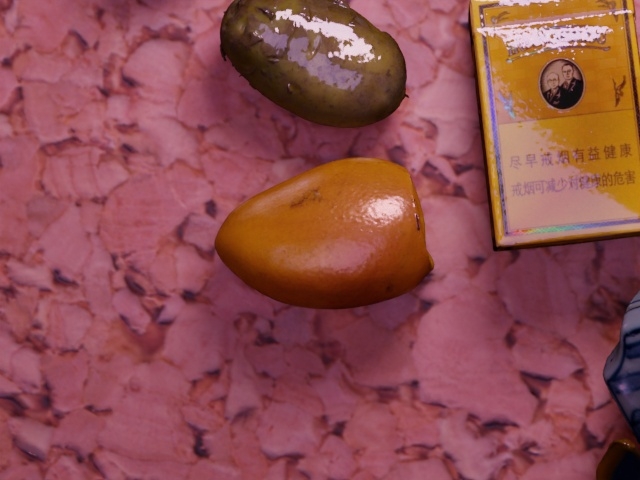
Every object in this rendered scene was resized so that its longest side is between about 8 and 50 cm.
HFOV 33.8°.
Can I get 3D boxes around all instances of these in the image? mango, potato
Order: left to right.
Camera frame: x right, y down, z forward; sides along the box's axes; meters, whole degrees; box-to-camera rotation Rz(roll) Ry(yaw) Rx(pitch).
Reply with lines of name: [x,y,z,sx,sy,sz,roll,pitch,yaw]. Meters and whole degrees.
potato: [-0.006,-0.224,1.293,0.251,0.113,0.149,23,88,-5]
mango: [0.000,0.000,1.292,0.257,0.138,0.187,-16,80,1]

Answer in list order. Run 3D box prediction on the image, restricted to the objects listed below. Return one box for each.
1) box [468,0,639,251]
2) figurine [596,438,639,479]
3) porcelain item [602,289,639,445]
box: [0.288,-0.146,1.262,0.193,0.084,0.301,-6,85,5]
figurine: [0.324,0.480,1.175,0.268,0.387,0.401,-18,60,-28]
porcelain item: [0.489,0.165,1.187,0.281,0.157,0.286,-23,99,36]
